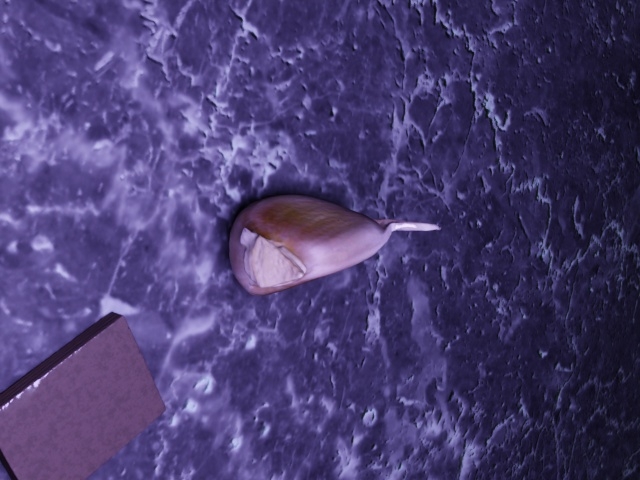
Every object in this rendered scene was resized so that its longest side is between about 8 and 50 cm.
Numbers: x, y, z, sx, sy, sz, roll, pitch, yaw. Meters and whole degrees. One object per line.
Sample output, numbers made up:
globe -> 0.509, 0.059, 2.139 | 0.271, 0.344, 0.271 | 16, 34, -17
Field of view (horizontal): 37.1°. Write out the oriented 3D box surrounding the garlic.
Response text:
garlic -> 0.001, -0.003, 1.071 | 0.266, 0.148, 0.128 | -24, 146, -41

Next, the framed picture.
framed picture -> -0.241, 0.170, 0.944 | 0.168, 0.023, 0.128 | -39, 126, -34
